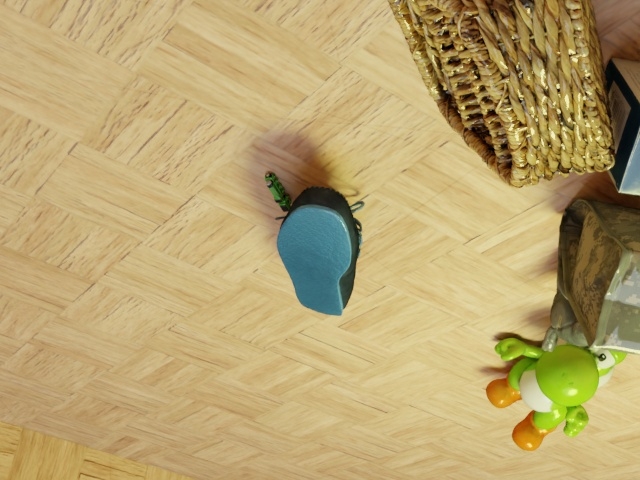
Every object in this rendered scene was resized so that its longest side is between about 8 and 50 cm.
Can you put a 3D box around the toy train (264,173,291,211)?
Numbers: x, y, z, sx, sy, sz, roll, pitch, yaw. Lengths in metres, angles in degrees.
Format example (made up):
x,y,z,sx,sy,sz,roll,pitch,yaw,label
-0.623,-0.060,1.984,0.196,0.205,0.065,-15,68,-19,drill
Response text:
x,y,z,sx,sy,sz,roll,pitch,yaw,label
-0.066,-0.073,1.336,0.017,0.024,0.083,-7,146,21,toy train

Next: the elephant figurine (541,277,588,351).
x,y,z,sx,sy,sz,roll,pitch,yaw,label
0.507,0.100,1.394,0.239,0.169,0.186,0,180,-18,elephant figurine

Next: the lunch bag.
x,y,z,sx,sy,sz,roll,pitch,yaw,label
0.470,0.046,1.200,0.235,0.287,0.169,10,112,0,lunch bag

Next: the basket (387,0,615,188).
x,y,z,sx,sy,sz,roll,pitch,yaw,label
0.181,-0.189,0.925,0.223,0.213,0.299,-8,145,21,basket

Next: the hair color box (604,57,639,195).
x,y,z,sx,sy,sz,roll,pitch,yaw,label
0.508,-0.113,0.999,0.347,0.174,0.105,7,123,0,hair color box

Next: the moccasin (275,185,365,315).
x,y,z,sx,sy,sz,roll,pitch,yaw,label
0.000,0.000,1.362,0.138,0.117,0.342,18,153,6,moccasin

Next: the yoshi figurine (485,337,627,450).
x,y,z,sx,sy,sz,roll,pitch,yaw,label
0.431,0.273,1.635,0.203,0.203,0.362,19,144,-6,yoshi figurine
